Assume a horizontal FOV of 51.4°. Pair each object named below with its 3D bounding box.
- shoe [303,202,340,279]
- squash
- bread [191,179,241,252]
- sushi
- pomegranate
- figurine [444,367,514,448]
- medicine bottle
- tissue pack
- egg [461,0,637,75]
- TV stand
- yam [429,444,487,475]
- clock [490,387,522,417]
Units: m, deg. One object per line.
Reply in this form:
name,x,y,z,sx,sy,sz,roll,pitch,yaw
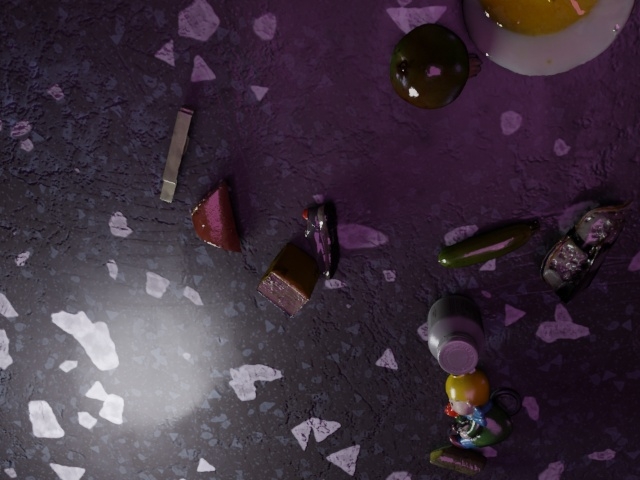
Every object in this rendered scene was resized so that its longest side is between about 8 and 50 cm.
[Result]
shoe,0.000,0.002,1.653,0.077,0.074,0.194,3,108,20
squash,0.404,0.013,1.590,0.252,0.066,0.066,-20,106,15
bread,-0.269,-0.051,1.671,0.119,0.067,0.192,-7,108,11
sushi,0.606,-0.002,1.533,0.109,0.134,0.272,36,126,28
pomegranate,0.255,-0.373,1.433,0.210,0.180,0.179,-13,112,-27
figurine,0.374,0.424,1.726,0.185,0.127,0.234,-29,108,42
medicine bottle,0.326,0.230,1.602,0.135,0.215,0.135,3,111,8
tissue pack,-0.073,0.093,1.640,0.120,0.169,0.082,39,116,-6
egg,0.465,-0.507,1.318,0.337,0.201,0.337,19,132,23
TV stand,-0.355,-0.210,1.641,0.036,0.042,0.249,18,112,-2
yam,0.372,0.593,1.810,0.147,0.069,0.069,18,112,3
clock,0.488,0.428,1.756,0.085,0.017,0.085,3,111,8
